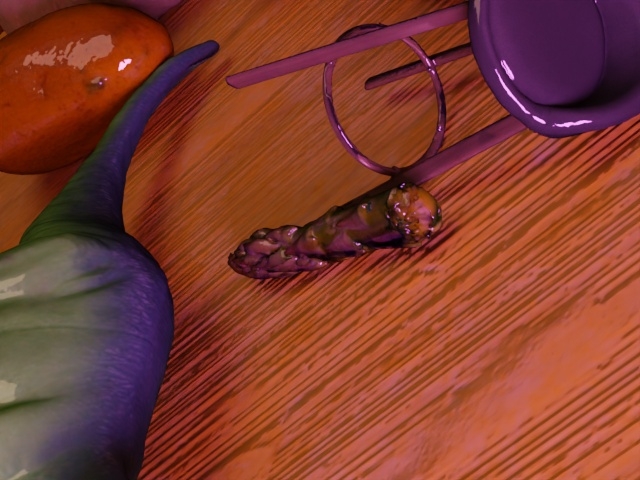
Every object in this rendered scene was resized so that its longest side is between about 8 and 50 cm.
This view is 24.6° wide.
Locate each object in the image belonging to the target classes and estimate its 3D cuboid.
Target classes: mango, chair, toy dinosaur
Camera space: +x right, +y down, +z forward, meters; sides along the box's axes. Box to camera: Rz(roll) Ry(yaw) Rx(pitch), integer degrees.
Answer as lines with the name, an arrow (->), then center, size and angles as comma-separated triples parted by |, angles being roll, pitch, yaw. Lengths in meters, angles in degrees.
mango -> -0.194, -0.115, 1.114 | 0.147, 0.109, 0.227 | -40, 18, -35
chair -> 0.054, -0.081, 0.721 | 0.222, 0.095, 0.104 | -13, 54, 48
toy dinosaur -> -0.097, 0.012, 0.794 | 0.375, 0.144, 0.500 | -4, 43, 46

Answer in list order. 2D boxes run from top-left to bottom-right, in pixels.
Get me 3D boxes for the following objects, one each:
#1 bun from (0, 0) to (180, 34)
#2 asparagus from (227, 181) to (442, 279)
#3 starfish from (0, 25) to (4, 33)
bun -> -0.188, -0.328, 1.241 | 0.361, 0.213, 0.361 | -36, 33, 29
asparagus -> 0.000, -0.001, 0.768 | 0.165, 0.036, 0.030 | -15, 76, 49
starfish -> -0.427, -0.137, 1.504 | 0.301, 0.084, 0.293 | -50, 24, -5
